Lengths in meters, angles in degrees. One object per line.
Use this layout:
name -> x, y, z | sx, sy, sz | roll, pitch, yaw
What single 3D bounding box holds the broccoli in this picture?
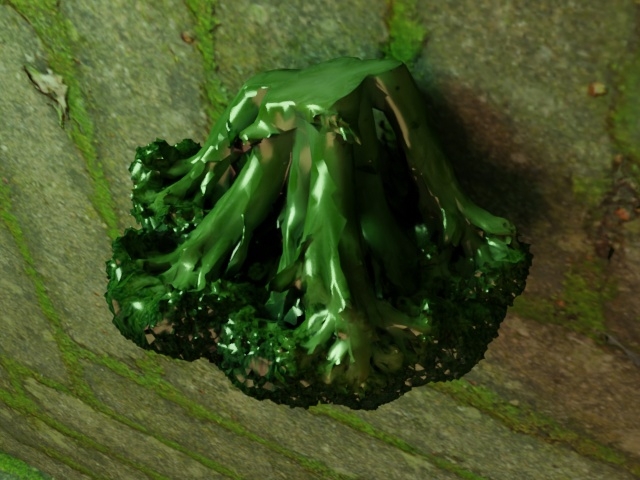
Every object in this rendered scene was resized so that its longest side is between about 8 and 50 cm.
broccoli -> 0.000, 0.000, 0.687 | 0.294, 0.265, 0.245 | -4, 109, 8
